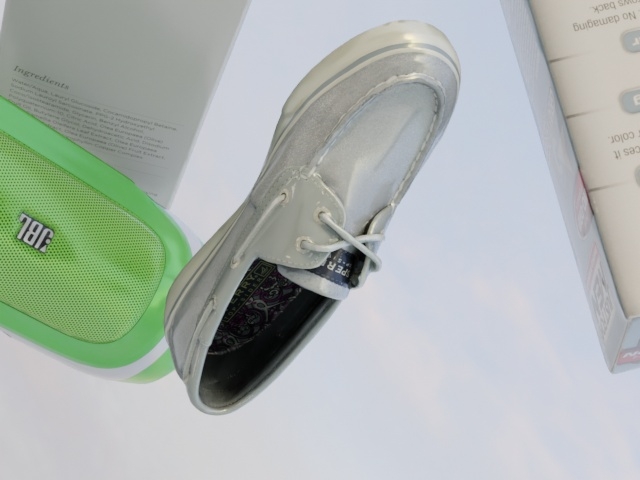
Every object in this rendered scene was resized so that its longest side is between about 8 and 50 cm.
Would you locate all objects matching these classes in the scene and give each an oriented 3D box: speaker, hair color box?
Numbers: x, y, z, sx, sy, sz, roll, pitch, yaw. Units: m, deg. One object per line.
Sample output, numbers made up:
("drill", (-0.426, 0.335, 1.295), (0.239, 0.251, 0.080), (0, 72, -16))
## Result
("speaker", (-0.204, -0.015, 0.734), (0.296, 0.131, 0.131), (34, -5, -37))
("hair color box", (0.223, -0.124, 0.727), (0.114, 0.185, 0.375), (72, 7, -66))

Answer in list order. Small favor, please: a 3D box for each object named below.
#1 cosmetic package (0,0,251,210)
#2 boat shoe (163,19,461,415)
("cosmetic package", (-0.123, -0.198, 0.791), (0.365, 0.155, 0.197), (123, -20, -51))
("boat shoe", (-0.001, 0.000, 0.568), (0.227, 0.079, 0.081), (-52, -145, 28))
